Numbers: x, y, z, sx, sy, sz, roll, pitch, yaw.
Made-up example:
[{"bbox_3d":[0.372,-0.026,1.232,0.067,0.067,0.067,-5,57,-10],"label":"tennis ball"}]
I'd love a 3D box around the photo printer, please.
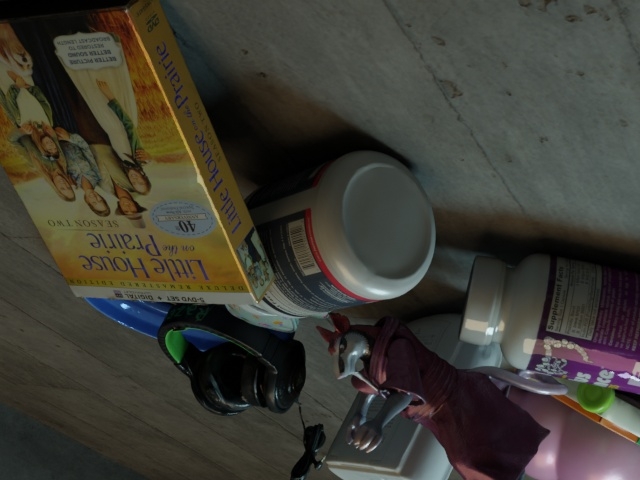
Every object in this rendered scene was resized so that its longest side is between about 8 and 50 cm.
[{"bbox_3d":[0.157,0.258,1.852,0.107,0.308,0.256,37,157,-20],"label":"photo printer"}]

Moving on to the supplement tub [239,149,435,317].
[{"bbox_3d":[0.000,0.000,1.507,0.191,0.191,0.272,29,153,-31],"label":"supplement tub"}]

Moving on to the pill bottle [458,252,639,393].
[{"bbox_3d":[0.351,0.111,1.587,0.301,0.169,0.169,11,157,6],"label":"pill bottle"}]

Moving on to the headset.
[{"bbox_3d":[-0.127,0.262,1.993,0.243,0.185,0.394,-11,136,45],"label":"headset"}]

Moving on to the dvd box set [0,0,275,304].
[{"bbox_3d":[-0.259,-0.100,1.385,0.307,0.062,0.420,2,130,29],"label":"dvd box set"}]

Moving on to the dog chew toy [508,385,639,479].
[{"bbox_3d":[0.437,0.356,2.073,0.331,0.207,0.206,13,159,26],"label":"dog chew toy"}]

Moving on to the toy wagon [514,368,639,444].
[{"bbox_3d":[0.469,0.264,1.827,0.344,0.068,0.267,31,-177,40],"label":"toy wagon"}]

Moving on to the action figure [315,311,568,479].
[{"bbox_3d":[0.158,0.204,1.583,0.370,0.276,0.248,42,174,-13],"label":"action figure"}]

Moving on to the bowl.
[{"bbox_3d":[-0.229,0.099,2.013,0.391,0.077,0.391,12,156,5],"label":"bowl"}]

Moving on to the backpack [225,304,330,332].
[{"bbox_3d":[-0.062,0.057,1.734,0.188,0.144,0.166,8,156,10],"label":"backpack"}]
